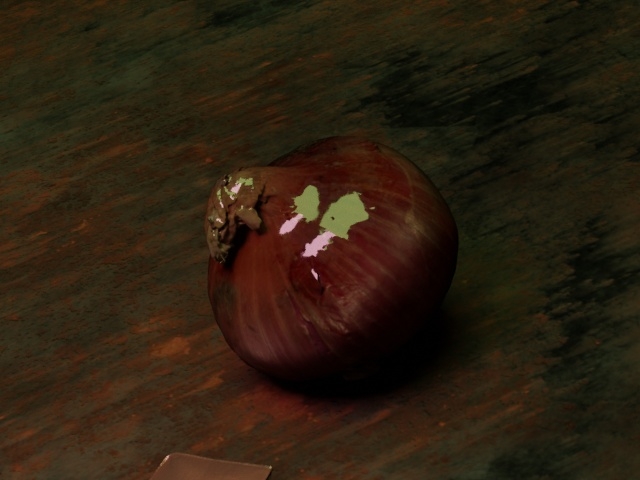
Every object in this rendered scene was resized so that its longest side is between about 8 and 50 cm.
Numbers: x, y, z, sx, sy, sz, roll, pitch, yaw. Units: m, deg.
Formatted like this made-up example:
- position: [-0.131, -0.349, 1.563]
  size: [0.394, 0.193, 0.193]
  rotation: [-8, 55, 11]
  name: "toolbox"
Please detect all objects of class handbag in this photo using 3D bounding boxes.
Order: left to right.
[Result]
- position: [-0.152, 0.337, 1.866]
  size: [0.157, 0.059, 0.212]
  rotation: [3, 36, 25]
  name: "handbag"

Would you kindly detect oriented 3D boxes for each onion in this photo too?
- position: [0.008, 0.024, 2.083]
  size: [0.354, 0.353, 0.353]
  rotation: [-10, 33, 7]
  name: "onion"
